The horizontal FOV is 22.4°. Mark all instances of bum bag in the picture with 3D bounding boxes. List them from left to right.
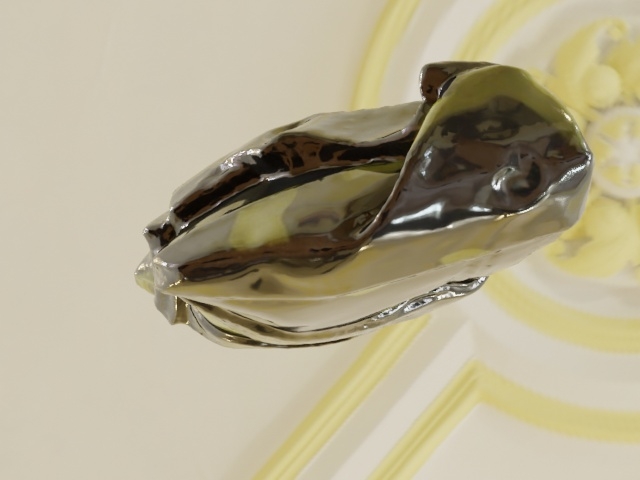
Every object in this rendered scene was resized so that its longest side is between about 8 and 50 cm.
[{"bbox_3d":[0.000,0.000,0.464,0.107,0.232,0.060,-8,-95,-9],"label":"bum bag"}]
